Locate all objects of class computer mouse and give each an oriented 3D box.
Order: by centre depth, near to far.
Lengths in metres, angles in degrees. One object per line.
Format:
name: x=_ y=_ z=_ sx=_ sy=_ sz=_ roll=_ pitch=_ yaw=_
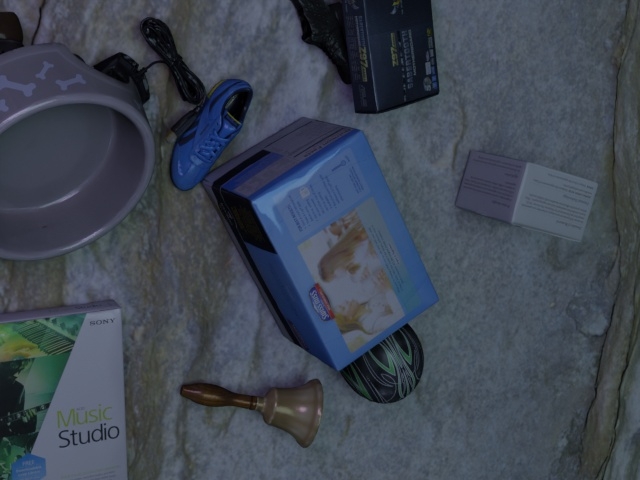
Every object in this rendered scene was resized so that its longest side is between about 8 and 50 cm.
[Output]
computer mouse: x=-0.309 y=-0.212 z=1.687 sx=0.262 sy=0.060 sz=0.184 roll=-47 pitch=120 yaw=-18

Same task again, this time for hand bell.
hand bell: x=-0.129 y=0.284 z=1.874 sx=0.242 sy=0.126 sz=0.126 roll=14 pitch=95 yaw=-17

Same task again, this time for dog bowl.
dog bowl: x=-0.397 y=-0.113 z=1.536 sx=0.349 sy=0.102 sz=0.349 roll=-25 pitch=145 yaw=-19

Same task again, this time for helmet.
helmet: x=0.109 y=0.212 z=1.925 sx=0.169 sy=0.161 sz=0.169 roll=-27 pitch=144 yaw=-22

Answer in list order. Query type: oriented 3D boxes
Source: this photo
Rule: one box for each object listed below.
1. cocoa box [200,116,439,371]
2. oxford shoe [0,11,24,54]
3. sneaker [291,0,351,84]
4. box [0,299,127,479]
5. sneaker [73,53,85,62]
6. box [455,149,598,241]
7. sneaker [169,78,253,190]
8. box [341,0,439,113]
cocoa box: x=0.000 y=0.000 z=1.790 sx=0.231 sy=0.228 sz=0.347 roll=-34 pitch=114 yaw=-17
oxford shoe: x=-0.550 y=-0.306 z=1.536 sx=0.227 sy=0.083 sz=0.096 roll=-3 pitch=83 yaw=-27
sneaker: x=0.005 y=-0.347 z=1.821 sx=0.089 sy=0.051 sz=0.170 roll=-16 pitch=104 yaw=-23
box: x=-0.435 y=0.268 z=1.722 sx=0.232 sy=0.058 sz=0.322 roll=-6 pitch=103 yaw=-26
sneaker: x=-0.497 y=-0.214 z=1.538 sx=0.314 sy=0.136 sz=0.116 roll=-28 pitch=148 yaw=-15
box: x=0.387 y=-0.085 z=1.998 sx=0.182 sy=0.181 sz=0.119 roll=13 pitch=96 yaw=-29
sneaker: x=-0.179 y=-0.174 z=1.745 sx=0.069 sy=0.082 sz=0.209 roll=32 pitch=87 yaw=-31
box: x=0.124 y=-0.351 z=1.842 sx=0.183 sy=0.059 sz=0.233 roll=-22 pitch=110 yaw=-43
